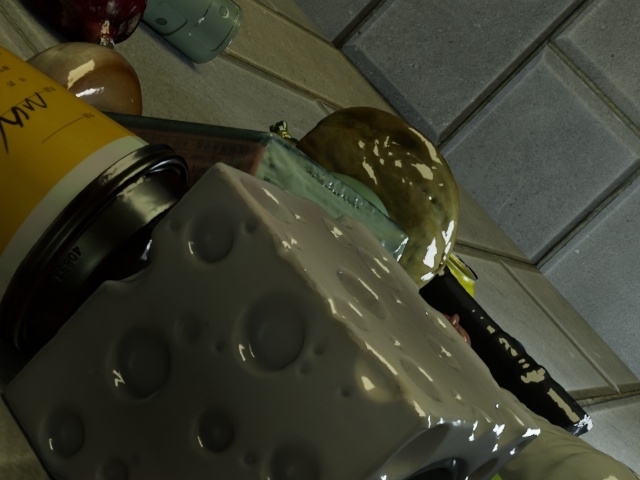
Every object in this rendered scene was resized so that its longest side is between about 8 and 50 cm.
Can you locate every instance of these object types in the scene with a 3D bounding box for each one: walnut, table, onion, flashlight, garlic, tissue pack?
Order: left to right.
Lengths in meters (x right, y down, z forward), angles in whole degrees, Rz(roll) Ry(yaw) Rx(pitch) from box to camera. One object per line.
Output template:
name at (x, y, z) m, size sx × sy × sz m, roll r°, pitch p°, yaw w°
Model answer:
garlic at (-0.276, -0.154, 1.390) m, size 0.115 × 0.128 × 0.206 m, roll 24°, pitch 15°, yaw 17°
onion at (-0.297, -0.323, 1.746) m, size 0.173 × 0.135 × 0.198 m, roll 24°, pitch 26°, yaw -51°
table at (-0.250, -0.406, 2.168) m, size 0.220 × 0.126 × 0.126 m, roll 36°, pitch 16°, yaw -34°
tissue pack at (-0.107, -0.031, 1.203) m, size 0.315 × 0.103 × 0.228 m, roll 10°, pitch -17°, yaw 40°
walnut at (0.076, -0.057, 1.868) m, size 0.283 × 0.283 × 0.227 m, roll 47°, pitch 42°, yaw 7°
flashlight at (0.265, 0.162, 2.098) m, size 0.424 × 0.103 × 0.103 m, roll 51°, pitch 14°, yaw 25°

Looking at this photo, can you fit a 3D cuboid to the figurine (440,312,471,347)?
figurine at (0.134, 0.147, 1.695) m, size 0.114 × 0.126 × 0.157 m, roll 2°, pitch -18°, yaw 35°

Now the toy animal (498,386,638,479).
toy animal at (0.233, 0.282, 1.500) m, size 0.257 × 0.194 × 0.357 m, roll -7°, pitch 32°, yaw -44°

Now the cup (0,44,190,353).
cup at (-0.241, -0.050, 1.005) m, size 0.279 × 0.196 × 0.196 m, roll 38°, pitch 12°, yaw 9°

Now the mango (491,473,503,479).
mango at (0.118, 0.267, 1.231) m, size 0.175 × 0.143 × 0.293 m, roll 45°, pitch 1°, yaw 28°

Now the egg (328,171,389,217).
egg at (0.000, 0.000, 1.600) m, size 0.168 × 0.168 × 0.231 m, roll 48°, pitch 19°, yaw 11°

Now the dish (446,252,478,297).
dish at (0.216, 0.065, 2.273) m, size 0.208 × 0.080 × 0.149 m, roll 46°, pitch 13°, yaw 8°

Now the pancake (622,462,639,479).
pancake at (0.587, 0.477, 2.258) m, size 0.250 × 0.031 × 0.250 m, roll 42°, pitch 14°, yaw -13°

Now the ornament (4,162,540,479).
ornament at (-0.030, 0.127, 0.957) m, size 0.240 × 0.239 × 0.240 m, roll 51°, pitch 14°, yaw 25°

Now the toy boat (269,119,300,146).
toy boat at (-0.005, -0.090, 2.034) m, size 0.229 × 0.089 × 0.088 m, roll 46°, pitch 31°, yaw -31°
